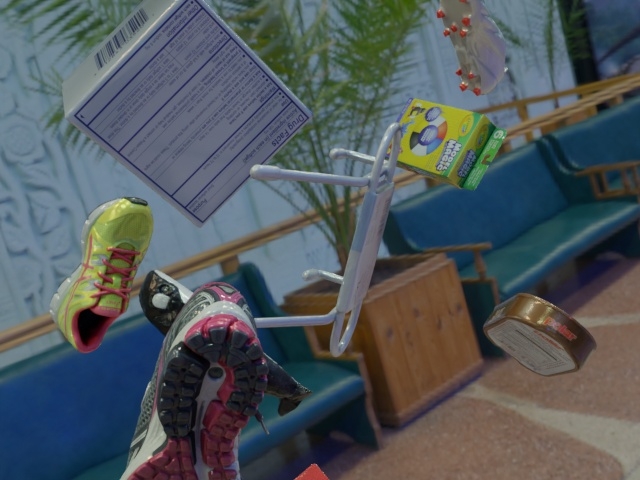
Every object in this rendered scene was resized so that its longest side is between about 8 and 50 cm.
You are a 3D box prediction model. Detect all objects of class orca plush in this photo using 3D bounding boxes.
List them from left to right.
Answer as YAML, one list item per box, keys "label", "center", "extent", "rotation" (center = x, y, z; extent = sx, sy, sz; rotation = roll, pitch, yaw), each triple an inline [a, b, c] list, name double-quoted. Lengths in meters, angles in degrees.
- label: "orca plush"
  center: [-0.156, 0.169, 1.120]
  extent: [0.102, 0.287, 0.151]
  rotation: [-52, 21, -19]

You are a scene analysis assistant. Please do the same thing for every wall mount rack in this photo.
- label: "wall mount rack"
  center: [0.000, 0.000, 1.079]
  extent: [0.130, 0.350, 0.304]
  rotation: [17, 17, 15]

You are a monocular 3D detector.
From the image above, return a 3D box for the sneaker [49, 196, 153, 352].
- label: "sneaker"
  center: [-0.247, 0.045, 0.933]
  extent: [0.081, 0.209, 0.094]
  rotation: [12, 27, -37]

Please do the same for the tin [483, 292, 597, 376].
- label: "tin"
  center: [0.251, 0.114, 0.920]
  extent: [0.040, 0.106, 0.190]
  rotation: [-55, -6, -13]

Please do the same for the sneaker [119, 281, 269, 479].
- label: "sneaker"
  center: [-0.122, 0.183, 0.775]
  extent: [0.120, 0.299, 0.112]
  rotation: [16, 24, -17]

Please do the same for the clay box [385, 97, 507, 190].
- label: "clay box"
  center: [0.215, -0.175, 1.410]
  extent: [0.053, 0.127, 0.222]
  rotation: [32, -4, -39]

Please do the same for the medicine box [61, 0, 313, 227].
- label: "medicine box"
  center: [-0.210, -0.217, 1.252]
  extent: [0.263, 0.289, 0.149]
  rotation: [-44, 34, 6]

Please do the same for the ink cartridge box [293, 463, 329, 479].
- label: "ink cartridge box"
  center: [-0.051, 0.390, 0.964]
  extent: [0.224, 0.056, 0.181]
  rotation: [-38, 46, -14]

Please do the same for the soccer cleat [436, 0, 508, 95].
- label: "soccer cleat"
  center: [0.209, -0.285, 1.067]
  extent: [0.076, 0.196, 0.068]
  rotation: [-42, 47, -16]
